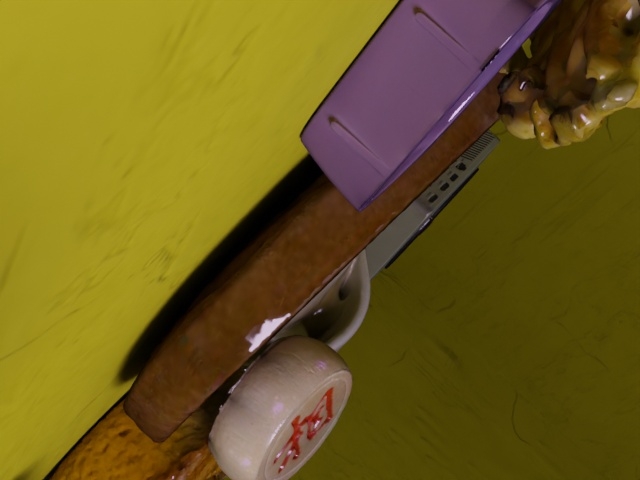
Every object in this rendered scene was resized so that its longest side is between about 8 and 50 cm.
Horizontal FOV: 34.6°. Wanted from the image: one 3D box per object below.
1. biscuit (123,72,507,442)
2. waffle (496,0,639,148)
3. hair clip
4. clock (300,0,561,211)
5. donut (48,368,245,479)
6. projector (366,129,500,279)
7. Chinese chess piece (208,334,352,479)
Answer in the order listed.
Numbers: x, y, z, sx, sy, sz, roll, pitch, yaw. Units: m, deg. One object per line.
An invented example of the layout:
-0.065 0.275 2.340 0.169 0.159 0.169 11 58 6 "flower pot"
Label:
-0.001 -0.001 0.741 0.367 0.063 0.314 -44 179 -23 "biscuit"
0.175 -0.168 0.578 0.262 0.060 0.280 -59 -173 -6 "waffle"
-0.030 0.098 1.045 0.172 0.113 0.282 -50 176 41 "hair clip"
0.059 -0.091 0.528 0.152 0.050 0.110 -49 175 36 "clock"
-0.127 0.177 0.821 0.259 0.101 0.152 -40 162 -25 "donut"
0.161 -0.060 1.721 0.257 0.079 0.259 -44 175 -41 "projector"
-0.028 0.129 0.765 0.122 0.051 0.122 -45 157 -25 "Chinese chess piece"
